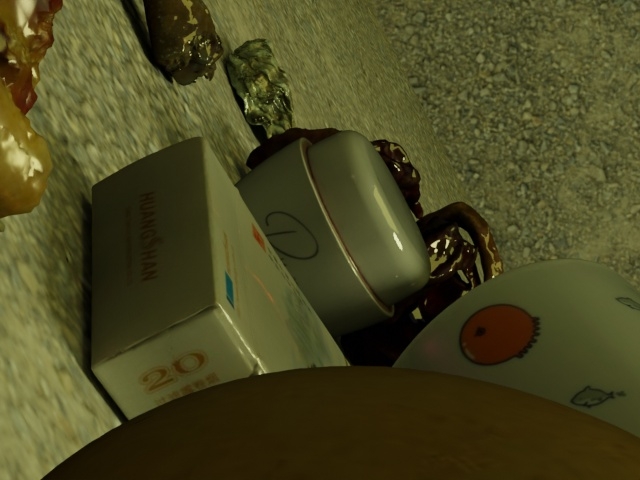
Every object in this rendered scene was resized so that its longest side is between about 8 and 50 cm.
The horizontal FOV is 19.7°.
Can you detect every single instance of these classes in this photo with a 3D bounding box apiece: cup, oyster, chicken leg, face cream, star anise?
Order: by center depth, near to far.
[{"bbox_3d":[0.188,0.177,0.980,0.317,0.212,0.212,44,-7,45],"label":"cup"},{"bbox_3d":[0.000,0.000,1.069,0.117,0.104,0.117,60,9,-16],"label":"face cream"},{"bbox_3d":[-0.106,-0.201,1.149,0.125,0.080,0.196,73,-4,-65],"label":"chicken leg"},{"bbox_3d":[0.048,0.016,1.226,0.190,0.126,0.220,24,-33,50],"label":"star anise"},{"bbox_3d":[-0.034,-0.104,1.379,0.100,0.037,0.098,62,10,-7],"label":"oyster"}]

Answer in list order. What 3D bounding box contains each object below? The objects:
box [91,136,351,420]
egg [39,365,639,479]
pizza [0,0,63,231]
[{"bbox_3d":[-0.021,0.084,0.841,0.233,0.067,0.149,58,9,-29],"label":"box"},{"bbox_3d":[0.030,0.166,0.325,0.322,0.250,0.250,61,7,33],"label":"egg"},{"bbox_3d":[-0.153,-0.148,0.680,0.229,0.081,0.289,-80,145,-79],"label":"pizza"}]
